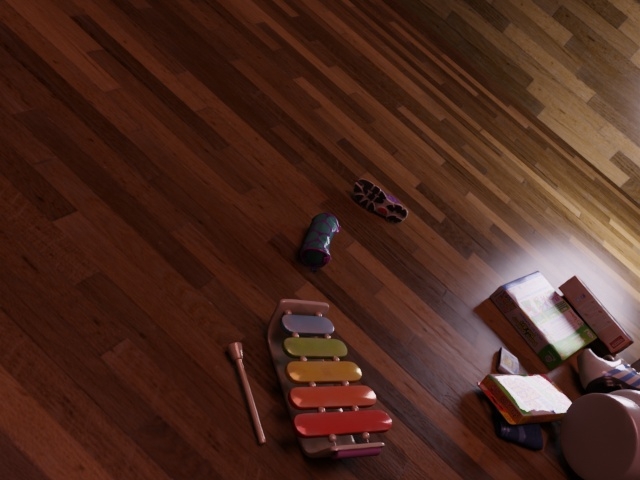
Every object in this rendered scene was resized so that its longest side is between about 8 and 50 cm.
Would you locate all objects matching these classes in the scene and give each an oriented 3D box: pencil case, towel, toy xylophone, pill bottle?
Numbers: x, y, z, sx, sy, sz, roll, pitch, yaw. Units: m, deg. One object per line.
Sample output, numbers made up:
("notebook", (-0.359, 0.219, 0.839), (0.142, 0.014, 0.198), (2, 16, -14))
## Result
("pencil case", (0.000, 0.000, 1.510), (0.070, 0.064, 0.151), (18, 36, -1))
("towel", (0.429, 0.408, 1.458), (0.120, 0.029, 0.067), (24, 37, -20))
("toy xylophone", (-0.024, 0.250, 1.182), (0.236, 0.081, 0.322), (1, 48, -41))
("pill bottle", (0.741, 0.455, 1.516), (0.392, 0.224, 0.224), (14, 41, -31))

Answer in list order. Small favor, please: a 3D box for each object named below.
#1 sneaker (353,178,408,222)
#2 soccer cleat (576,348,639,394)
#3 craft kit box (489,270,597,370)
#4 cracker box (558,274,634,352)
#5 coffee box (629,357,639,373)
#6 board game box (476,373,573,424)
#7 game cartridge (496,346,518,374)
("sneaker", (0.155, -0.107, 1.795), (0.170, 0.068, 0.071), (35, 18, -20))
("soccer cleat", (0.815, 0.373, 1.776), (0.331, 0.116, 0.143), (23, 37, -21))
("craft kit box", (0.609, 0.209, 1.836), (0.250, 0.061, 0.246), (-11, 54, -48))
("cracker box", (0.795, 0.215, 1.947), (0.232, 0.067, 0.156), (56, 17, 26))
("coffee box", (1.042, 0.398, 1.911), (0.297, 0.168, 0.118), (20, 38, -26))
("board game box", (0.471, 0.356, 1.528), (0.260, 0.039, 0.124), (6, 33, -38))
("game cartridge", (0.449, 0.297, 1.620), (0.056, 0.017, 0.083), (39, 34, -6))
